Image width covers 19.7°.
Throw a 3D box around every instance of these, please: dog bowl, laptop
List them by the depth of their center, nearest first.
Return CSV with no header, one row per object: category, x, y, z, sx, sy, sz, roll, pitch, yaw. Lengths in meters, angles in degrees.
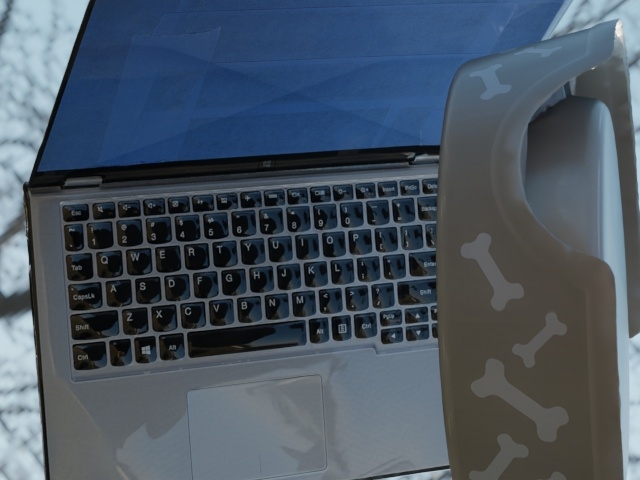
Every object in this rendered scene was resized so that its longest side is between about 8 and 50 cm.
dog bowl,0.142,0.040,1.132,0.102,0.349,0.349,-3,-50,13
laptop,0.000,0.000,1.350,0.236,0.382,0.408,-178,-96,-65
